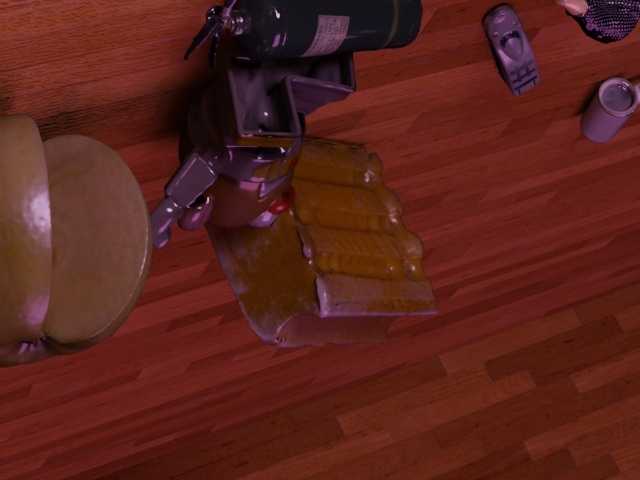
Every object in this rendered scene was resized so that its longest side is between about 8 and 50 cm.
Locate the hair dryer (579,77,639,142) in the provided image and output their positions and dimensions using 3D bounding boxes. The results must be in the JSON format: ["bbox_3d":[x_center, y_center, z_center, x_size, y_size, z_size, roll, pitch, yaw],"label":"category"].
[{"bbox_3d":[0.566,-0.263,2.424,0.236,0.073,0.131,-31,167,-15],"label":"hair dryer"}]

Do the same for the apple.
[{"bbox_3d":[-0.332,0.003,1.537,0.292,0.254,0.292,-10,161,-3],"label":"apple"}]

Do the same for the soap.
[{"bbox_3d":[0.000,0.000,1.976,0.156,0.293,0.335,-31,164,27],"label":"soap"}]

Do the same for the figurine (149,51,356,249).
[{"bbox_3d":[-0.087,-0.120,1.697,0.343,0.167,0.285,-18,159,-35],"label":"figurine"}]

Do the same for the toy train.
[{"bbox_3d":[0.272,-0.270,1.970,0.052,0.051,0.234,-32,163,5],"label":"toy train"}]

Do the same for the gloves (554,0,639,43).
[{"bbox_3d":[0.362,-0.352,1.817,0.129,0.106,0.181,-32,134,15],"label":"gloves"}]

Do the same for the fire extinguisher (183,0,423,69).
[{"bbox_3d":[-0.023,-0.250,1.544,0.294,0.093,0.118,-12,132,-38],"label":"fire extinguisher"}]
